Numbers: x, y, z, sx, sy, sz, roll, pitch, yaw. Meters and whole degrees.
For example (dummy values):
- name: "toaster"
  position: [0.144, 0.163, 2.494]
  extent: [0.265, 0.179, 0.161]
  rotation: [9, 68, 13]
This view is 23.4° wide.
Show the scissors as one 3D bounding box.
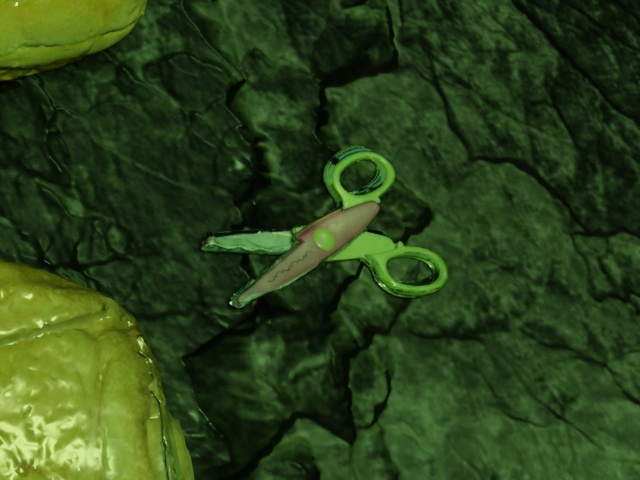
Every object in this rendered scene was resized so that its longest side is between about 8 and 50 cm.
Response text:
- name: "scissors"
  position: [0.000, 0.000, 1.145]
  extent: [0.187, 0.020, 0.133]
  rotation: [-17, 69, -34]

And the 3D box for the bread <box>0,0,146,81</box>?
- name: "bread"
  position: [-0.232, -0.206, 1.083]
  extent: [0.236, 0.120, 0.198]
  rotation: [-13, 69, -30]

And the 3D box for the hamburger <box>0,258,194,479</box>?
- name: "hamburger"
  position: [-0.197, 0.145, 0.899]
  extent: [0.260, 0.144, 0.283]
  rotation: [6, 66, -18]
